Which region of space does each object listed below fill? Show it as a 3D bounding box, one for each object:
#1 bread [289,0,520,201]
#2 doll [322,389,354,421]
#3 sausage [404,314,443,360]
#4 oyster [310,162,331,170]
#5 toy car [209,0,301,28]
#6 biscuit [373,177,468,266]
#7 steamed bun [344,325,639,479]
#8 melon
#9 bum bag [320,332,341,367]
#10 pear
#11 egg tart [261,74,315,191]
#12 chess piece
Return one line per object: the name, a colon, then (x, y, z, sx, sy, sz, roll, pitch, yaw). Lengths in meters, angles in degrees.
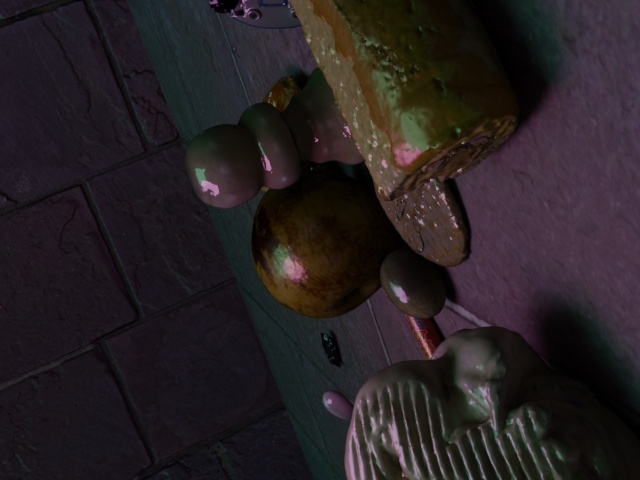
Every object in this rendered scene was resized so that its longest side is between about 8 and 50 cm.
bread: (0.081, -0.256, 1.018, 0.375, 0.165, 0.236, 65, 164, 12)
doll: (0.143, 0.444, 1.964, 0.311, 0.160, 0.242, 41, -158, -18)
sausage: (0.190, 0.163, 1.570, 0.145, 0.048, 0.050, 65, 161, 16)
oyster: (-0.014, -0.119, 1.774, 0.252, 0.087, 0.199, -5, 85, 54)
toy car: (-0.078, -0.460, 1.272, 0.314, 0.198, 0.165, 78, -165, -52)
biscuit: (0.152, -0.049, 1.333, 0.220, 0.033, 0.219, 47, 158, 26)
steamed bun: (0.224, 0.287, 1.127, 0.339, 0.352, 0.247, 58, -159, 17)
melon: (0.154, 0.072, 1.436, 0.130, 0.098, 0.098, 59, 165, 23)
bum bag: (0.030, 0.306, 2.432, 0.058, 0.034, 0.124, 38, 150, 45)
pear: (0.000, 0.000, 1.553, 0.283, 0.284, 0.283, 59, 165, 27)
egg tart: (-0.067, -0.204, 1.713, 0.241, 0.106, 0.240, -171, 90, -66)
chess piece: (-0.054, -0.159, 1.340, 0.182, 0.330, 0.182, 58, 165, 25)
